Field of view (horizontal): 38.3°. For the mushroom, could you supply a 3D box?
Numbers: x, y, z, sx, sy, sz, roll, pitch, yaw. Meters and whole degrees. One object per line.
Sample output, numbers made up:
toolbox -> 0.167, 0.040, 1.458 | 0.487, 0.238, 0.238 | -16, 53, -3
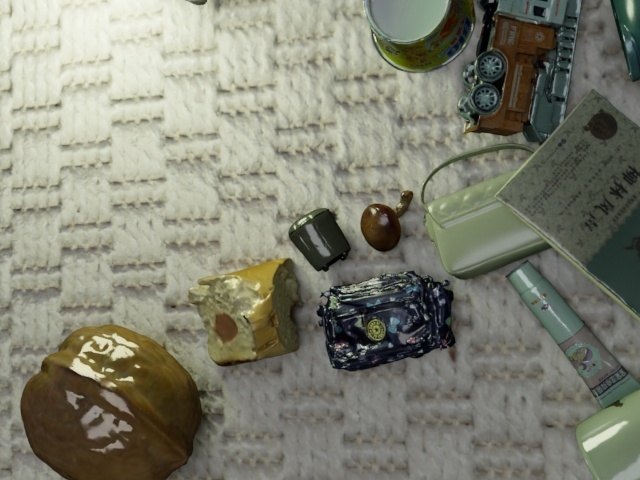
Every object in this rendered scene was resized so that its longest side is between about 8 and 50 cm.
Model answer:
mushroom -> 0.123, -0.045, 1.718 | 0.088, 0.073, 0.129 | 36, 98, 43

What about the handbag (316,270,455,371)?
handbag -> 0.116, 0.146, 1.691 | 0.260, 0.113, 0.162 | -13, 77, 24

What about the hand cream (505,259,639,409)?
hand cream -> 0.449, 0.177, 1.612 | 0.085, 0.058, 0.331 | -39, 87, 7

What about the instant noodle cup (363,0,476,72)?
instant noodle cup -> 0.171, -0.422, 1.678 | 0.205, 0.153, 0.205 | -1, 86, 17

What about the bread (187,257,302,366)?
bread -> -0.153, 0.146, 1.725 | 0.224, 0.211, 0.183 | -16, 89, 11

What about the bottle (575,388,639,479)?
bottle -> 0.601, 0.290, 1.464 | 0.352, 0.229, 0.229 | -38, 77, 18

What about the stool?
stool -> 0.000, 0.000, 1.745 | 0.096, 0.096, 0.110 | -36, 81, 13

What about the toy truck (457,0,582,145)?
toy truck -> 0.360, -0.345, 1.624 | 0.184, 0.133, 0.338 | 10, 92, -4

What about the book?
book -> 0.521, -0.045, 1.557 | 0.379, 0.031, 0.264 | 41, 84, 10

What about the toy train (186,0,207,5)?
toy train -> -0.265, -0.606, 1.836 | 0.177, 0.134, 0.260 | 9, 90, 18

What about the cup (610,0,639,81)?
cup -> 0.617, -0.402, 1.514 | 0.258, 0.219, 0.289 | -13, 54, 17

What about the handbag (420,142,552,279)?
handbag -> 0.308, -0.063, 1.659 | 0.256, 0.079, 0.219 | -21, 74, 16

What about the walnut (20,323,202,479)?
walnut -> -0.388, 0.331, 1.757 | 0.344, 0.306, 0.306 | 28, 96, 24
